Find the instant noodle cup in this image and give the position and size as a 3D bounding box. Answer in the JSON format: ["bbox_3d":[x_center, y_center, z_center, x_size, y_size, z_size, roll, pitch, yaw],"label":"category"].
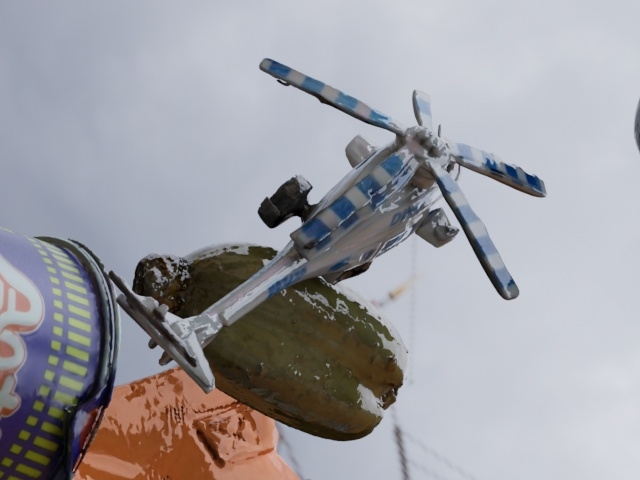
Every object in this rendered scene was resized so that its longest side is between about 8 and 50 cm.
[{"bbox_3d":[-0.358,0.065,1.064,0.284,0.284,0.312,18,-9,47],"label":"instant noodle cup"}]

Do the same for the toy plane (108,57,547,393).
[{"bbox_3d":[0.007,0.009,0.761,0.182,0.273,0.107,33,-42,-4],"label":"toy plane"}]

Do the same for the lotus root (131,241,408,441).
[{"bbox_3d":[-0.030,0.052,0.821,0.183,0.090,0.077,28,-4,-25],"label":"lotus root"}]

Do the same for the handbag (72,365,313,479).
[{"bbox_3d":[-0.113,0.327,1.478,0.410,0.303,0.116,56,-42,21],"label":"handbag"}]

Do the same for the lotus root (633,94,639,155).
[{"bbox_3d":[0.349,-0.130,0.978,0.158,0.140,0.322,35,-39,-8],"label":"lotus root"}]
